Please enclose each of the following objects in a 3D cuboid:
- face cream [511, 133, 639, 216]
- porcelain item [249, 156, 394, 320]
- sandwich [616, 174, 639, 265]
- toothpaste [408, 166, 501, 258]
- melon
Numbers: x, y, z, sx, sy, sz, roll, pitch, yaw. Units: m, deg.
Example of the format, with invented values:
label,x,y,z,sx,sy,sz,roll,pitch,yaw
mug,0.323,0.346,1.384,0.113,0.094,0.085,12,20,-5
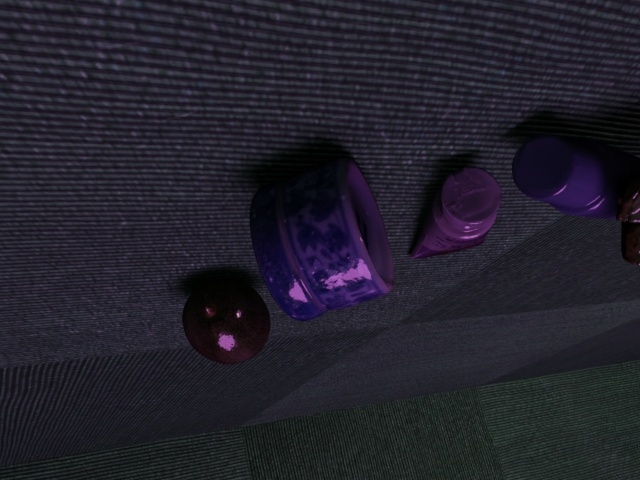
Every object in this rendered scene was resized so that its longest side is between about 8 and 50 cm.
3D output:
label,x,y,z,sx,sy,sz,roll,pitch,yaw
face cream,0.351,-0.067,0.830,0.135,0.086,0.385,-27,160,37
porcelain item,0.000,0.000,0.687,0.114,0.147,0.147,-19,158,16
sandwich,0.413,-0.020,0.732,0.160,0.109,0.185,7,-168,38
toothpaste,0.175,-0.016,0.874,0.114,0.073,0.299,-14,166,2
melon,-0.128,0.112,0.929,0.114,0.114,0.167,-16,161,5
